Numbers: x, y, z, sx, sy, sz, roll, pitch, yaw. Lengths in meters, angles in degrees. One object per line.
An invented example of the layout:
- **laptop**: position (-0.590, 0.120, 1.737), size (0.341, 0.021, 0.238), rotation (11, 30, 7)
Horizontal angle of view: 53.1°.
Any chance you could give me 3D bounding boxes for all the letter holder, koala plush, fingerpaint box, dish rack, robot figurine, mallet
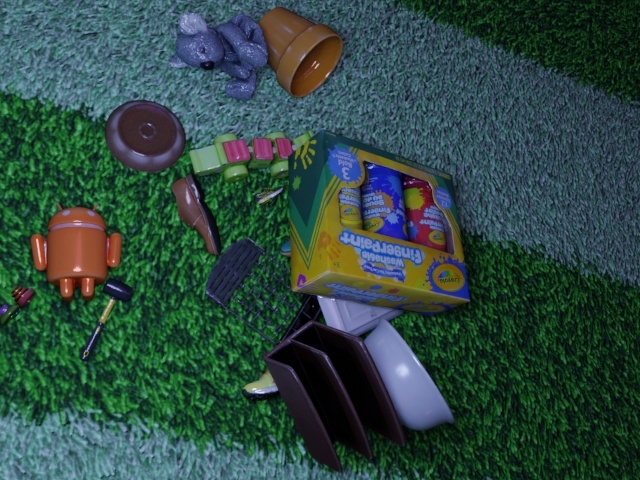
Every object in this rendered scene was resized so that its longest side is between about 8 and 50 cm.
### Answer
- **letter holder**: position (0.039, 0.358, 1.417), size (0.152, 0.214, 0.301), rotation (-34, 113, -28)
- **koala plush**: position (-0.274, -0.495, 1.655), size (0.221, 0.196, 0.203), rotation (-1, 62, -22)
- **fingerpaint box**: position (0.149, -0.032, 1.608), size (0.445, 0.163, 0.371), rotation (14, 62, -32)
- **dish rack**: position (-0.132, 0.120, 1.556), size (0.271, 0.074, 0.208), rotation (37, 57, -6)
- **robot figurine**: position (-0.533, 0.022, 1.399), size (0.158, 0.128, 0.219), rotation (-11, 73, 19)
- **mallet**: position (-0.476, 0.180, 1.427), size (0.062, 0.039, 0.189), rotation (20, 71, -18)

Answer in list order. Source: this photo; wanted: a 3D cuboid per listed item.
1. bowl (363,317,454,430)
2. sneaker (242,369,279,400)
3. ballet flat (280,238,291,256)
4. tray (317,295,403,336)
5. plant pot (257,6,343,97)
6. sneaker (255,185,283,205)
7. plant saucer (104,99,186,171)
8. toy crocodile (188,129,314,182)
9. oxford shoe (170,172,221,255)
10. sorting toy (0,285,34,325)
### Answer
- **bowl**: position (0.177, 0.342, 1.527), size (0.134, 0.298, 0.298), rotation (-33, 87, -5)
- **sneaker**: position (-0.098, 0.312, 1.518), size (0.209, 0.081, 0.094), rotation (-15, 73, -33)
- **ballet flat**: position (0.000, 0.000, 1.659), size (0.232, 0.080, 0.073), rotation (-32, 120, -27)
- **tray**: position (0.114, 0.158, 1.629), size (0.270, 0.030, 0.145), rotation (-19, 90, -42)
- **plant pot**: position (-0.075, -0.527, 1.745), size (0.188, 0.205, 0.205), rotation (43, 61, 14)
- **sneaker**: position (-0.134, -0.125, 1.667), size (0.083, 0.031, 0.035), rotation (-34, 88, -28)
- **plant saucer**: position (-0.431, -0.267, 1.589), size (0.199, 0.036, 0.198), rotation (7, 70, -20)
- **toy crocodile**: position (-0.166, -0.223, 1.645), size (0.341, 0.105, 0.115), rotation (-8, 76, -24)
- **oxford shoe**: position (-0.303, -0.053, 1.565), size (0.076, 0.076, 0.212), rotation (-24, 85, 3)
- **sorting toy**: position (-0.652, 0.133, 1.352), size (0.042, 0.061, 0.102), rotation (38, 40, -7)
